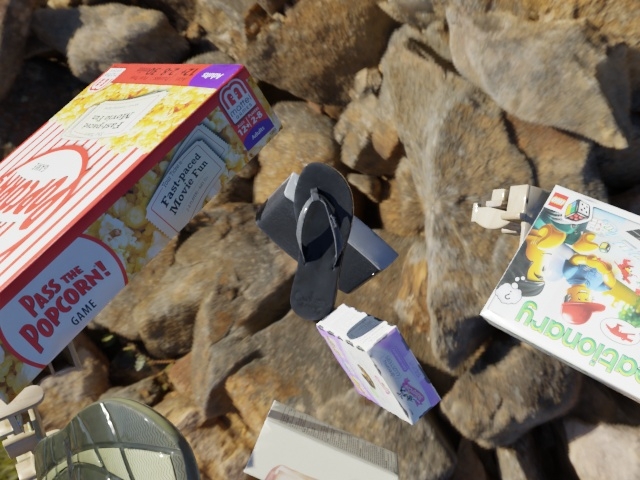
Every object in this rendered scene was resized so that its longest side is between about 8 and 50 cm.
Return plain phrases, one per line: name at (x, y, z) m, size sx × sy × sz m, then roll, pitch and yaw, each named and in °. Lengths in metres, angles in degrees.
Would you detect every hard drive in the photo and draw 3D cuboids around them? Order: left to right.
hard drive at (0.004, -0.003, 1.543) m, size 0.254 × 0.054 × 0.172 m, roll 38°, pitch 141°, yaw -10°

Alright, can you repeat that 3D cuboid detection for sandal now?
sandal at (-0.184, 0.207, 0.744) m, size 0.086 × 0.302 × 0.120 m, roll 0°, pitch 77°, yaw -36°
sandal at (0.001, 0.001, 1.288) m, size 0.097 × 0.054 × 0.255 m, roll 2°, pitch 90°, yaw 11°

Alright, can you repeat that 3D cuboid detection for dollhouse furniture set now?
dollhouse furniture set at (-0.488, 0.275, 1.422) m, size 0.161 × 0.242 × 0.212 m, roll -21°, pitch 133°, yaw -19°
dollhouse furniture set at (0.392, 0.012, 1.623) m, size 0.303 × 0.355 × 0.174 m, roll 12°, pitch 84°, yaw -27°

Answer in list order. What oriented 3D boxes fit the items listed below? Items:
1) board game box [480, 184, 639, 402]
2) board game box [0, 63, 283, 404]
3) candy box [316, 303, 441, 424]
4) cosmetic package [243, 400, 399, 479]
board game box at (0.362, 0.075, 0.933) m, size 0.305 × 0.053 × 0.193 m, roll 27°, pitch 84°, yaw 37°
board game box at (-0.133, -0.019, 0.435) m, size 0.193 × 0.146 × 0.045 m, roll -49°, pitch 126°, yaw -22°
candy box at (0.096, 0.209, 1.392) m, size 0.070 × 0.196 × 0.165 m, roll -37°, pitch 110°, yaw -16°
cosmetic package at (0.005, 0.467, 1.698) m, size 0.296 × 0.153 × 0.129 m, roll 24°, pitch 97°, yaw 3°
